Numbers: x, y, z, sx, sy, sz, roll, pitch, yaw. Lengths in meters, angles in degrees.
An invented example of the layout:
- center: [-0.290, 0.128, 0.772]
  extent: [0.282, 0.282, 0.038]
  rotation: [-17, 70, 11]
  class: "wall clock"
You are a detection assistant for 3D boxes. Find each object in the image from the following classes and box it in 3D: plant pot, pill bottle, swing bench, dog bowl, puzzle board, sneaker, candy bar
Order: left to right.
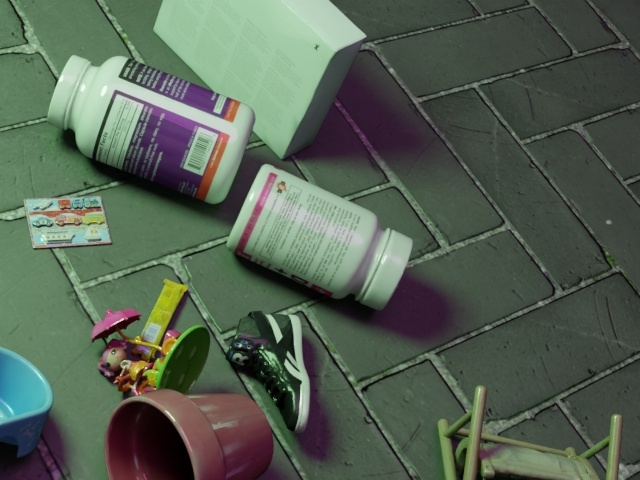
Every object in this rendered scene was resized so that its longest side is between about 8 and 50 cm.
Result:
- center: [-0.468, 0.216, 1.494]
  extent: [0.166, 0.074, 0.297]
  rotation: [42, 17, 16]
  class: "dog bowl"
- center: [-0.411, -0.032, 1.849]
  extent: [0.128, 0.011, 0.096]
  rotation: [-4, 56, -25]
  class: "puzzle board"
- center: [-0.284, -0.195, 1.916]
  extent: [0.322, 0.181, 0.182]
  rotation: [21, 49, -6]
  class: "pill bottle"
- center: [-0.253, 0.123, 1.790]
  extent: [0.040, 0.018, 0.161]
  rotation: [21, 49, -2]
  class: "candy bar"
- center: [-0.172, 0.296, 1.589]
  extent: [0.180, 0.201, 0.201]
  rotation: [-11, 58, -47]
  class: "plant pot"
- center: [-0.087, 0.205, 1.765]
  extent: [0.121, 0.079, 0.217]
  rotation: [6, 44, -15]
  class: "sneaker"
- center: [0.000, 0.000, 1.898]
  extent: [0.283, 0.160, 0.160]
  rotation: [24, 49, -3]
  class: "pill bottle"
- center: [0.322, 0.387, 1.738]
  extent: [0.253, 0.165, 0.255]
  rotation: [14, 56, -13]
  class: "swing bench"

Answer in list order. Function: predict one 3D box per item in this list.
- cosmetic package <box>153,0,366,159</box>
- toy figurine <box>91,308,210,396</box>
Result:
- center: [-0.121, -0.376, 2.057]
  extent: [0.377, 0.284, 0.097]
  rotation: [46, 51, 14]
  class: "cosmetic package"
- center: [-0.273, 0.175, 1.693]
  extent: [0.159, 0.173, 0.130]
  rotation: [24, 3, 20]
  class: "toy figurine"
